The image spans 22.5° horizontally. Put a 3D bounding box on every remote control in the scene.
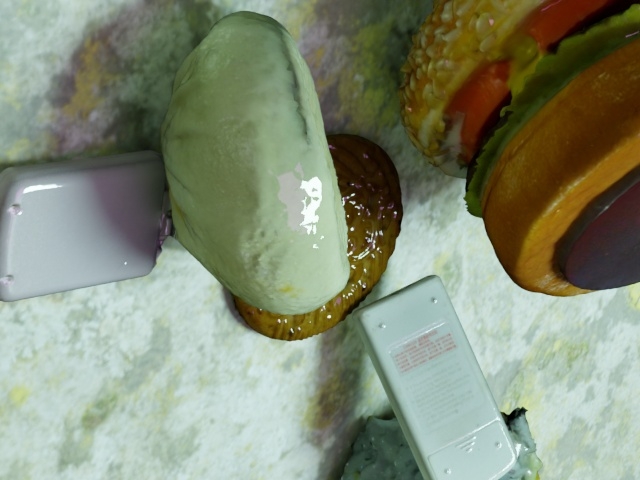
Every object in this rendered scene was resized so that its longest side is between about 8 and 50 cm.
[{"bbox_3d":[0.102,0.131,1.406,0.087,0.029,0.190,-26,94,-16],"label":"remote control"}]

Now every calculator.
[{"bbox_3d":[-0.172,-0.011,1.149,0.175,0.032,0.100,-10,119,-43],"label":"calculator"}]

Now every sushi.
[{"bbox_3d":[0.104,0.259,1.524,0.184,0.139,0.274,17,98,-52],"label":"sushi"}]

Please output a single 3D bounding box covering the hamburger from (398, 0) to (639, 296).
[{"bbox_3d":[0.234,-0.125,1.290,0.330,0.250,0.330,-22,154,-11],"label":"hamburger"}]

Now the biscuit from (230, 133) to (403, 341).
[{"bbox_3d":[0.001,0.001,1.343,0.188,0.027,0.187,-26,130,-35],"label":"biscuit"}]

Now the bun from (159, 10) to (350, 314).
[{"bbox_3d":[-0.055,-0.050,1.159,0.128,0.222,0.222,-16,133,4],"label":"bun"}]
